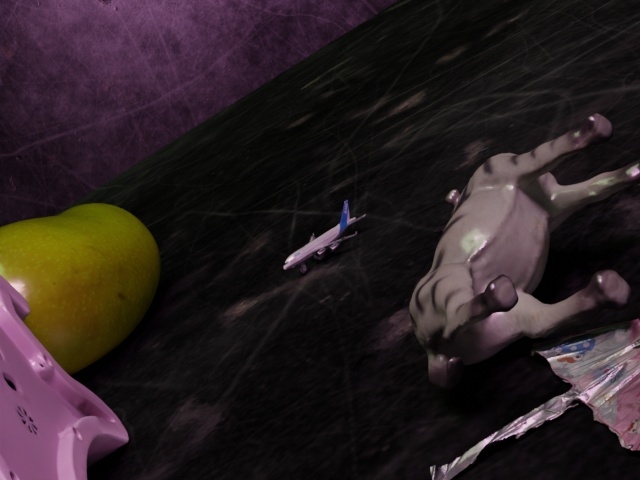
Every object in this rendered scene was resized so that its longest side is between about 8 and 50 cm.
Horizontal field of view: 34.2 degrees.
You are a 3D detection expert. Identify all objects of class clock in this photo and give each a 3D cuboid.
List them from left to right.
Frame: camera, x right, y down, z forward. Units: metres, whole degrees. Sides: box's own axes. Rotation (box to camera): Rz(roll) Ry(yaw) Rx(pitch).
[{"bbox_3d":[-0.193,0.120,0.613,0.080,0.275,0.290,-35,-23,-1],"label":"clock"}]

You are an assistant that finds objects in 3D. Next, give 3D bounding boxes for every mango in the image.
[{"bbox_3d":[-0.253,0.042,1.016,0.175,0.143,0.293,14,23,10],"label":"mango"}]

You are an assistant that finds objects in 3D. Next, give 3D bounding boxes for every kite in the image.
[{"bbox_3d":[0.116,0.066,0.457,0.156,0.011,0.139,-31,12,2],"label":"kite"}]

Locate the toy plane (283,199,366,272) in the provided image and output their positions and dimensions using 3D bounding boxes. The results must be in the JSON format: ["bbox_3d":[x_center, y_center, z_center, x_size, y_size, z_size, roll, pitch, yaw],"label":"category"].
[{"bbox_3d":[0.002,0.002,0.880,0.084,0.024,0.078,-45,18,-21],"label":"toy plane"}]

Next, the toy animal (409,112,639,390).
[{"bbox_3d":[0.098,0.006,0.572,0.176,0.073,0.217,-37,12,50],"label":"toy animal"}]
